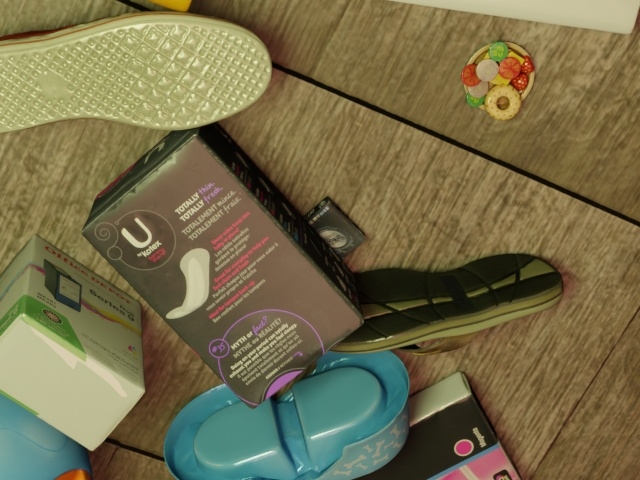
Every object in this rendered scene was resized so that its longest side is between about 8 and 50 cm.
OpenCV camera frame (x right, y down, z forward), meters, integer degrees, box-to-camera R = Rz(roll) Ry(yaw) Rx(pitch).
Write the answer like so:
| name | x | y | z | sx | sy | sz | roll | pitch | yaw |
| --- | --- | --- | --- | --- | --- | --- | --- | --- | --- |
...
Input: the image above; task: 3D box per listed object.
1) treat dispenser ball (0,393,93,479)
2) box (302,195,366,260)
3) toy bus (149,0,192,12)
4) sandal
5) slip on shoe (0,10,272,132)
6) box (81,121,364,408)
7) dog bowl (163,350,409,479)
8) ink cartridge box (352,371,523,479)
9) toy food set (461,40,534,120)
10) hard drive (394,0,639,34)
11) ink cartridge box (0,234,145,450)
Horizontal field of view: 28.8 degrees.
| name | x | y | z | sx | sy | sz | roll | pitch | yaw |
| --- | --- | --- | --- | --- | --- | --- | --- | --- | --- |
| treat dispenser ball | -0.392 | 0.282 | 1.354 | 0.288 | 0.288 | 0.288 | -3 | 114 | -7 |
| box | 0.000 | 0.000 | 1.431 | 0.083 | 0.018 | 0.067 | -40 | 112 | 10 |
| toy bus | -0.201 | -0.321 | 1.209 | 0.333 | 0.108 | 0.130 | 19 | 111 | -16 |
| sandal | 0.135 | 0.091 | 1.444 | 0.303 | 0.120 | 0.086 | -8 | 129 | -5 |
| slip on shoe | -0.214 | -0.174 | 1.260 | 0.331 | 0.101 | 0.123 | -5 | 115 | 4 |
| box | -0.101 | 0.017 | 1.342 | 0.165 | 0.143 | 0.270 | -39 | 106 | 9 |
| dog bowl | -0.031 | 0.225 | 1.456 | 0.297 | 0.166 | 0.074 | -20 | 126 | 1 |
| ink cartridge box | 0.057 | 0.324 | 1.564 | 0.371 | 0.069 | 0.175 | -28 | 115 | 7 |
| toy food set | 0.197 | -0.179 | 1.378 | 0.082 | 0.020 | 0.083 | 28 | 108 | -19 |
| hard drive | 0.201 | -0.336 | 1.297 | 0.307 | 0.040 | 0.203 | 6 | 113 | -11 |
| ink cartridge box | -0.275 | 0.103 | 1.333 | 0.154 | 0.212 | 0.093 | 37 | 101 | -20 |
